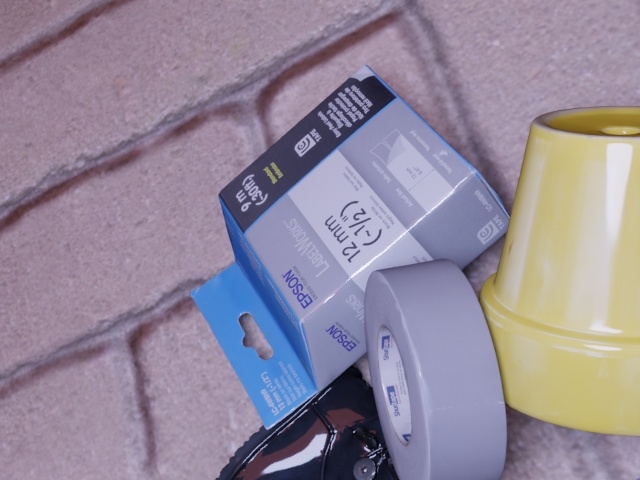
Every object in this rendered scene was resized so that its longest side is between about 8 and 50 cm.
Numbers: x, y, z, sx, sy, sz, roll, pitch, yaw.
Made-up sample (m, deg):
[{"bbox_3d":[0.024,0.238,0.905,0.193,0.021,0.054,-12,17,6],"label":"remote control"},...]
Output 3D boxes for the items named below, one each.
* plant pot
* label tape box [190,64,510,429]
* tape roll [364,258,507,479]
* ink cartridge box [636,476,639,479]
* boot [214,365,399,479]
[{"bbox_3d":[0.266,0.010,0.892,0.254,0.254,0.238,6,108,28],"label":"plant pot"},{"bbox_3d":[0.000,0.000,1.118,0.348,0.115,0.249,-40,44,3],"label":"label tape box"},{"bbox_3d":[0.102,0.130,0.945,0.072,0.219,0.219,-9,65,-8],"label":"tape roll"},{"bbox_3d":[0.320,0.348,0.914,0.223,0.045,0.224,-43,60,7],"label":"ink cartridge box"},{"bbox_3d":[0.015,0.272,1.066,0.246,0.094,0.207,-47,55,-2],"label":"boot"}]
